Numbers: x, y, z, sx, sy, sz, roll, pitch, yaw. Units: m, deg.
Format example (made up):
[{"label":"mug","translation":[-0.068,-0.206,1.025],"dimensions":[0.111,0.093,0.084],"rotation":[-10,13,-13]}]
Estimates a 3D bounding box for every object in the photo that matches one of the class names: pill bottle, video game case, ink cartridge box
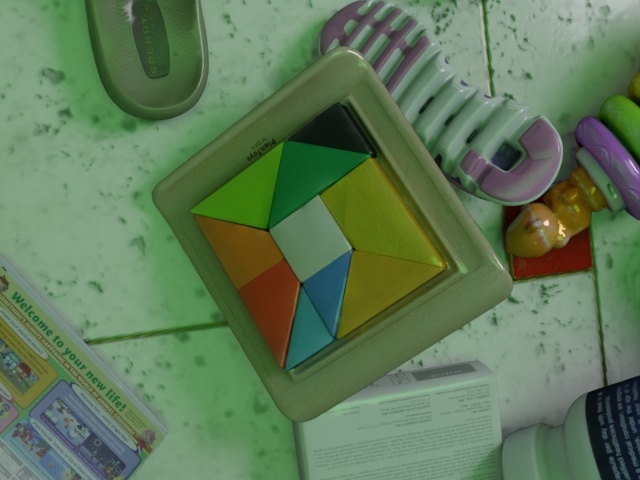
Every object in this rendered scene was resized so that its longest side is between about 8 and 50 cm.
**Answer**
[{"label":"pill bottle","translation":[0.297,0.182,0.708],"dimensions":[0.265,0.153,0.153],"rotation":[-25,99,25]},{"label":"video game case","translation":[-0.248,0.144,0.671],"dimensions":[0.212,0.023,0.193],"rotation":[49,44,-9]},{"label":"ink cartridge box","translation":[0.076,0.233,0.779],"dimensions":[0.181,0.056,0.224],"rotation":[-8,102,-8]}]

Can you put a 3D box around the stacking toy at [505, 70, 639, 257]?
[{"label":"stacking toy","translation":[0.289,-0.078,0.749],"dimensions":[0.302,0.175,0.165],"rotation":[-34,79,11]}]

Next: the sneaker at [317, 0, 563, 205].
[{"label":"sneaker","translation":[0.096,-0.109,0.735],"dimensions":[0.236,0.104,0.095],"rotation":[42,91,13]}]

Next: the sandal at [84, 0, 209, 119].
[{"label":"sandal","translation":[-0.154,-0.248,0.684],"dimensions":[0.120,0.086,0.302],"rotation":[-18,97,-7]}]

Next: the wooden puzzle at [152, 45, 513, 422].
[{"label":"wooden puzzle","translation":[0.000,0.000,0.689],"dimensions":[0.221,0.044,0.238],"rotation":[-35,84,16]}]
